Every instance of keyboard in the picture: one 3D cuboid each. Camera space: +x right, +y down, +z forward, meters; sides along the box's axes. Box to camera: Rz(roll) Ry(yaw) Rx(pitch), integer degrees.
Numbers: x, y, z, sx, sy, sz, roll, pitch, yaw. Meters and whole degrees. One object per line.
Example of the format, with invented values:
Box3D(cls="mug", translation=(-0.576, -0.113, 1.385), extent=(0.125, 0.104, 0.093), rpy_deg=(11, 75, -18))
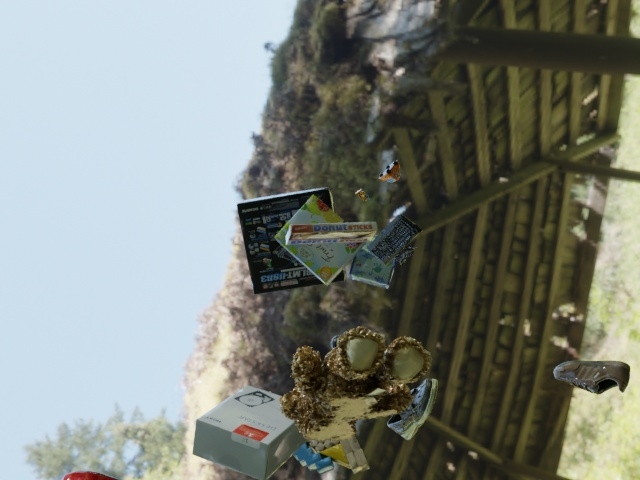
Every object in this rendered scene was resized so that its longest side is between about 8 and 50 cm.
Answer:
Box3D(cls="keyboard", translation=(0.190, 0.013, 1.956), extent=(0.038, 0.100, 0.192), rpy_deg=(-58, 3, -35))

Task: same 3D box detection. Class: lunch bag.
Box3D(cls="lunch bag", translation=(0.164, 0.056, 2.325), extent=(0.096, 0.129, 0.151), rpy_deg=(76, -151, -78))

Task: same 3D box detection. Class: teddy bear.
Box3D(cls="teddy bear", translation=(0.056, 0.246, 1.383), extent=(0.338, 0.245, 0.113), rpy_deg=(102, 164, -54))

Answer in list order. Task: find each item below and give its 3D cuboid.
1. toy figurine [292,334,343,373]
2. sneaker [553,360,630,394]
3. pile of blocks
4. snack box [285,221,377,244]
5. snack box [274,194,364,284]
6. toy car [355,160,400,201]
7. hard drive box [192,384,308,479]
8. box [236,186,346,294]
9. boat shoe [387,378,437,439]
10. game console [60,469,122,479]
Box3D(cls="toy figurine", translation=(0.054, 0.381, 2.161), extent=(0.210, 0.213, 0.148), rpy_deg=(-37, -49, -16))
Box3D(cls="sneaker", translation=(0.626, 0.323, 1.809), extent=(0.066, 0.188, 0.071), rpy_deg=(38, -125, -29))
Box3D(cls="pile of blocks", translation=(-0.040, 0.531, 2.003), extent=(0.149, 0.362, 0.112), rpy_deg=(-57, -27, -23))
Box3D(cls="snack box", translation=(0.022, -0.015, 1.570), extent=(0.064, 0.178, 0.022), rpy_deg=(117, 149, -66))
Box3D(cls="snack box", translation=(0.000, 0.000, 2.257), extent=(0.174, 0.207, 0.070), rpy_deg=(-47, -13, -4))
Box3D(cls="toy car", translation=(0.142, -0.136, 1.808), extent=(0.040, 0.122, 0.060), rpy_deg=(46, -140, -10))
Box3D(cls="hard drive box", translation=(-0.145, 0.422, 1.724), extent=(0.232, 0.181, 0.089), rpy_deg=(-23, -56, -66))
Box3D(cls="box", translation=(-0.088, 0.001, 2.389), extent=(0.073, 0.296, 0.293), rpy_deg=(-59, -41, -77))
Box3D(cls="boat shoe", translation=(0.220, 0.407, 1.881), extent=(0.080, 0.073, 0.223), rpy_deg=(-72, 1, -45))
Box3D(cls="game console", translation=(-0.478, 0.666, 1.827), extent=(0.387, 0.342, 0.060), rpy_deg=(29, -139, -25))
